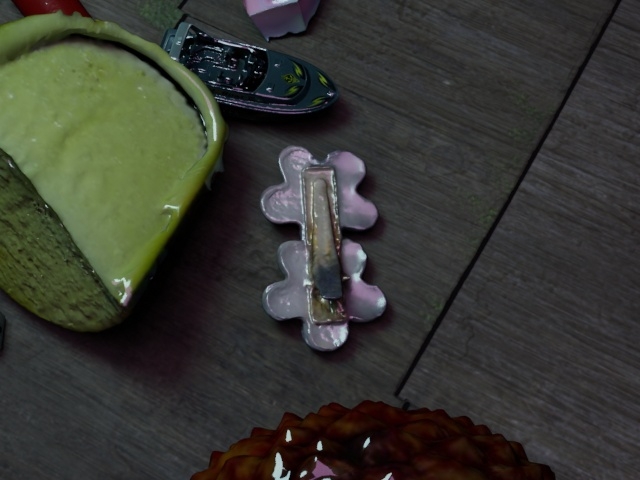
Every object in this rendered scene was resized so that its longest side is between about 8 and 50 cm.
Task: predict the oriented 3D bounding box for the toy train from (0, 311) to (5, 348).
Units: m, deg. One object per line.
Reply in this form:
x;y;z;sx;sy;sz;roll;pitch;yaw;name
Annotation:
-0.477;0.106;1.206;0.207;0.047;0.043;-2;66;1;toy train

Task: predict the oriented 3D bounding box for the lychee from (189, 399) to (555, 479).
0.075;0.356;0.891;0.500;0.424;0.424;28;69;-13;lychee

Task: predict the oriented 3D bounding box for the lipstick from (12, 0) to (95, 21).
-0.329;-0.275;1.340;0.080;0.080;0.241;-34;69;-11;lipstick

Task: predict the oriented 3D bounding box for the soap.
-0.053;-0.344;1.361;0.100;0.056;0.149;-10;68;12;soap

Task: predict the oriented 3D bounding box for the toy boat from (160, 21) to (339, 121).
-0.096;-0.204;1.290;0.246;0.103;0.093;13;65;5;toy boat

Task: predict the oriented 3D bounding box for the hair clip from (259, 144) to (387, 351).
0.000;0.003;1.218;0.146;0.075;0.257;-4;61;-1;hair clip

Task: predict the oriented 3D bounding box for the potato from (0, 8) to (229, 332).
-0.275;-0.090;1.212;0.330;0.213;0.280;50;54;-5;potato
